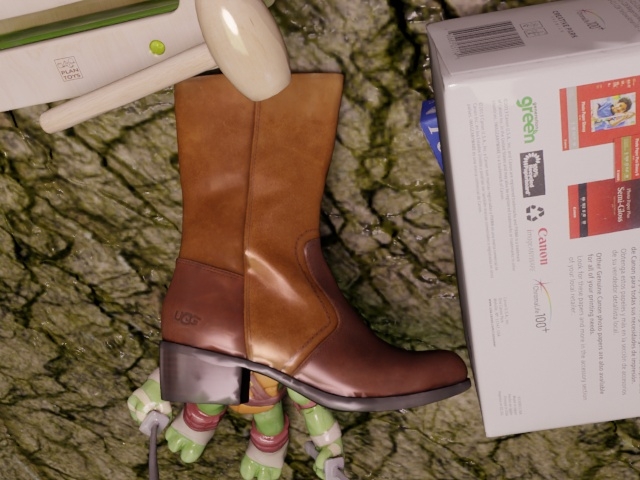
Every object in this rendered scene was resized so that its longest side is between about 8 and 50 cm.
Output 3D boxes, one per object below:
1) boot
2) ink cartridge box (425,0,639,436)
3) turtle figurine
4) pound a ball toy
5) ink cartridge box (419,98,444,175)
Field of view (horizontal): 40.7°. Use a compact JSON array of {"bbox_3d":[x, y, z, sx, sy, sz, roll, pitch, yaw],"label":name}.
[{"bbox_3d":[0.000,0.000,0.731,0.264,0.096,0.280,3,82,4],"label":"boot"},{"bbox_3d":[0.236,-0.021,0.652,0.272,0.130,0.309,-8,121,6],"label":"ink cartridge box"},{"bbox_3d":[-0.085,0.195,0.852,0.198,0.274,0.266,-11,153,-18],"label":"turtle figurine"},{"bbox_3d":[-0.170,-0.177,0.626,0.319,0.208,0.135,-8,123,17],"label":"pound a ball toy"},{"bbox_3d":[0.171,-0.042,0.750,0.097,0.046,0.207,-19,118,22],"label":"ink cartridge box"}]
